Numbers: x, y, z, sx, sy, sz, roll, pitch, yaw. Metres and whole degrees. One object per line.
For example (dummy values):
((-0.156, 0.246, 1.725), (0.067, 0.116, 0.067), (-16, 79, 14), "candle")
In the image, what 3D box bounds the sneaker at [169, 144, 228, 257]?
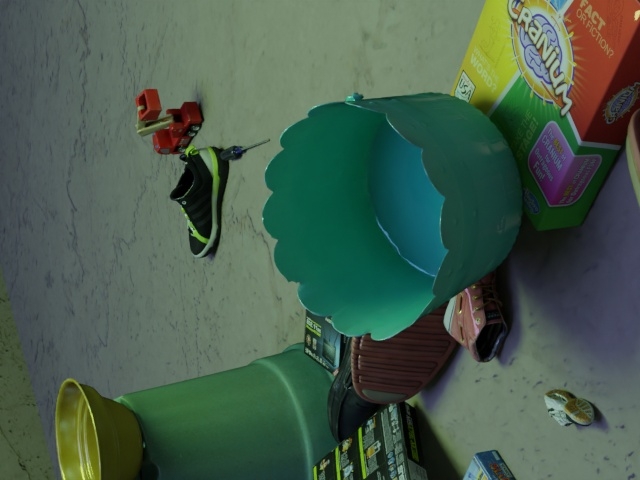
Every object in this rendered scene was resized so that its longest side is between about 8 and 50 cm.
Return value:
((-0.240, -0.075, 2.465), (0.084, 0.097, 0.235), (46, 134, 50), "sneaker")

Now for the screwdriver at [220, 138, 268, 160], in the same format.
((-0.129, -0.164, 2.332), (0.170, 0.025, 0.024), (-11, 84, 54), "screwdriver")

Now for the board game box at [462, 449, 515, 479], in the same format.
((0.218, 0.394, 1.738), (0.136, 0.035, 0.201), (59, 143, 40), "board game box")

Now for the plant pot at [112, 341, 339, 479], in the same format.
((-0.157, 0.353, 2.131), (0.341, 0.334, 0.341), (20, 112, 61), "plant pot")

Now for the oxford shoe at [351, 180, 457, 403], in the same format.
((0.124, 0.043, 1.790), (0.146, 0.140, 0.397), (-98, 20, -59), "oxford shoe")

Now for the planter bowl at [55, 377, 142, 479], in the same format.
((-0.324, 0.310, 1.982), (0.217, 0.090, 0.217), (16, 108, 61), "planter bowl")

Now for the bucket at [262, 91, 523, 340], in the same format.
((0.086, -0.041, 1.536), (0.281, 0.183, 0.281), (15, 113, 38), "bucket")

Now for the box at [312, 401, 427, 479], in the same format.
((0.067, 0.339, 1.855), (0.184, 0.045, 0.191), (-46, 24, 22), "box")

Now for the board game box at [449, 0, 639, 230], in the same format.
((0.267, -0.207, 1.485), (0.242, 0.064, 0.317), (62, 148, 37), "board game box")

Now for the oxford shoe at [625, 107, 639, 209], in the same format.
((0.367, 0.034, 1.300), (0.130, 0.123, 0.348), (126, 133, -59), "oxford shoe")

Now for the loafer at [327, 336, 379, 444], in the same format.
((0.061, 0.217, 1.962), (0.078, 0.076, 0.223), (-126, 44, -57), "loafer")

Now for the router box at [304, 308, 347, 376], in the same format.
((0.018, 0.153, 2.075), (0.122, 0.038, 0.092), (28, 119, 58), "router box")

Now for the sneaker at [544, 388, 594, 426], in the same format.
((0.298, 0.206, 1.564), (0.083, 0.031, 0.037), (-147, 42, -62), "sneaker")

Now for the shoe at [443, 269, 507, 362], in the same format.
((0.207, 0.069, 1.677), (0.081, 0.063, 0.178), (51, 143, 45), "shoe")

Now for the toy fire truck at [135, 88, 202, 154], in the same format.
((-0.301, -0.222, 2.513), (0.192, 0.135, 0.047), (-48, 53, 55), "toy fire truck")
